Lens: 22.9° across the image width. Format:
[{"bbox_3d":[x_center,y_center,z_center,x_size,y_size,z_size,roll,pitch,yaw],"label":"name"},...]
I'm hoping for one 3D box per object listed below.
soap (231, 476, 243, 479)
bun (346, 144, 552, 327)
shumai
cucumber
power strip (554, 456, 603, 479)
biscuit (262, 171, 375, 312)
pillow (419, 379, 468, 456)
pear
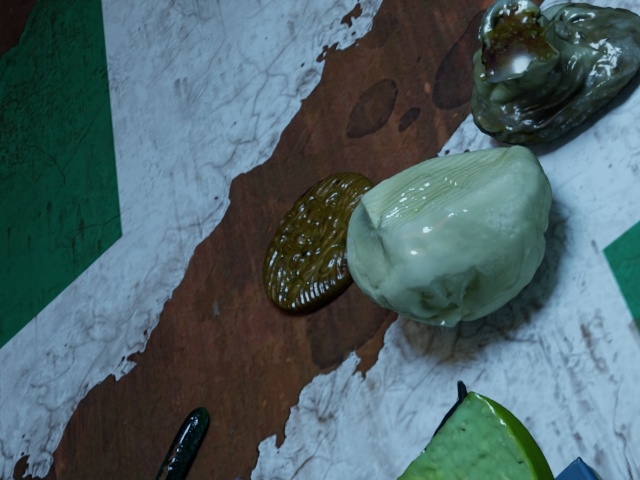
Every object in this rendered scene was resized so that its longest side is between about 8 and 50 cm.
[{"bbox_3d":[-0.147,0.339,1.724,0.203,0.065,0.122,-21,46,41],"label":"soap"},{"bbox_3d":[0.137,0.002,1.601,0.229,0.145,0.229,-22,14,6],"label":"bun"},{"bbox_3d":[0.224,-0.192,1.650,0.209,0.153,0.161,-18,55,39],"label":"shumai"},{"bbox_3d":[-0.165,0.254,1.856,0.032,0.032,0.133,6,65,54],"label":"cucumber"},{"bbox_3d":[0.232,0.243,1.352,0.056,0.032,0.123,-46,33,13],"label":"power strip"},{"bbox_3d":[-0.001,-0.001,1.875,0.188,0.027,0.188,-34,38,31],"label":"biscuit"},{"bbox_3d":[0.124,0.216,1.502,0.150,0.048,0.090,-59,24,2],"label":"pillow"},{"bbox_3d":[0.142,0.301,1.327,0.288,0.139,0.239,-53,47,27],"label":"pear"}]
